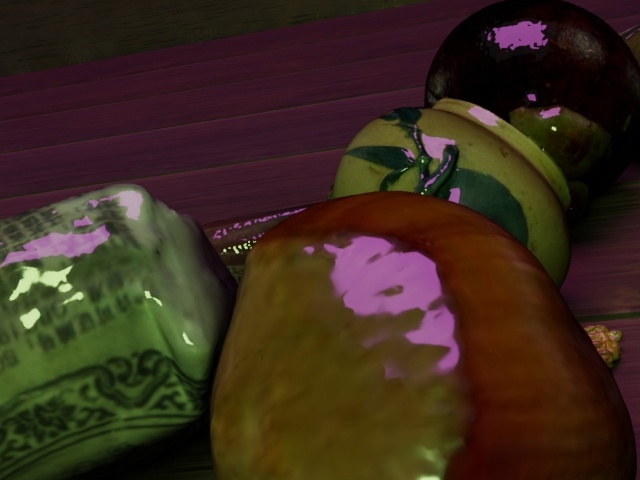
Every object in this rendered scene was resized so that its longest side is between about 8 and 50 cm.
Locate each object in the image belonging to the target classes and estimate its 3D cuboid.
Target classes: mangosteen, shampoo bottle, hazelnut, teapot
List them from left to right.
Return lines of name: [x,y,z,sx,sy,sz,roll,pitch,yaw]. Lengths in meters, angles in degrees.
shampoo bottle: [-0.001,-0.002,0.942,0.236,0.067,0.068,-10,10,7]
hazelnut: [0.043,0.081,0.533,0.186,0.210,0.210,-36,19,2]
teapot: [0.066,0.011,0.761,0.182,0.173,0.269,-51,4,-14]
mangosteen: [0.183,-0.109,0.967,0.210,0.210,0.210,-11,19,4]

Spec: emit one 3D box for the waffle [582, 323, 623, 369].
waffle: [0.147,0.074,0.711,0.085,0.016,0.078,0,22,34]

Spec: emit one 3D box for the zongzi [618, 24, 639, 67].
zongzi: [0.438,-0.152,1.011,0.300,0.138,0.286,-15,21,-15]

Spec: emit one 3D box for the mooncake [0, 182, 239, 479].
mooncake: [-0.157,0.073,0.623,0.254,0.136,0.250,-21,-10,-4]
